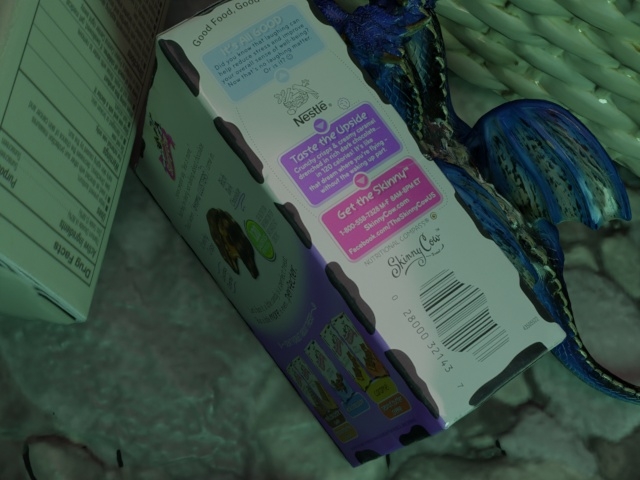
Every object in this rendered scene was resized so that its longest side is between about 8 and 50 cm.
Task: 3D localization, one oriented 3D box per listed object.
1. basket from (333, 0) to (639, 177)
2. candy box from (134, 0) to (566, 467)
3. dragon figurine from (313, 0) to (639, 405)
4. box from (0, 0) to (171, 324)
[{"bbox_3d":[0.175,-0.229,0.550,0.331,0.328,0.266,30,73,-2],"label":"basket"},{"bbox_3d":[0.000,0.000,0.530,0.070,0.165,0.196,-35,84,-19],"label":"candy box"},{"bbox_3d":[0.090,-0.013,0.564,0.085,0.144,0.289,-40,85,-19],"label":"dragon figurine"},{"bbox_3d":[-0.148,-0.132,0.534,0.121,0.148,0.311,7,70,13],"label":"box"}]
